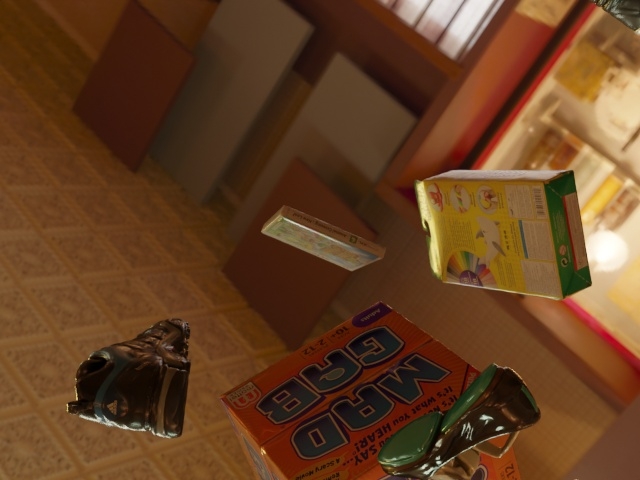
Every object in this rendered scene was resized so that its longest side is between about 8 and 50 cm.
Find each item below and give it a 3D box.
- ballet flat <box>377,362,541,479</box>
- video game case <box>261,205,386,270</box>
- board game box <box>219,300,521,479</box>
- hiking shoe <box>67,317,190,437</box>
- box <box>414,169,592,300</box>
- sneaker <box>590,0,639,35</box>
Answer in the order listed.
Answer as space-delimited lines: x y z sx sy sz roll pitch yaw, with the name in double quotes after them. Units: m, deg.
0.173 0.252 1.192 0.096 0.280 0.095 39 -130 -2 "ballet flat"
0.000 0.000 1.711 0.193 0.023 0.212 23 168 -9 "video game case"
0.098 0.393 1.666 0.356 0.356 0.356 -29 -149 -17 "board game box"
-0.231 0.154 1.177 0.132 0.113 0.304 8 -178 -10 "hiking shoe"
0.155 -0.009 0.852 0.043 0.105 0.179 -20 -165 -32 "box"
0.581 -0.498 1.689 0.147 0.296 0.104 23 -124 -1 "sneaker"
